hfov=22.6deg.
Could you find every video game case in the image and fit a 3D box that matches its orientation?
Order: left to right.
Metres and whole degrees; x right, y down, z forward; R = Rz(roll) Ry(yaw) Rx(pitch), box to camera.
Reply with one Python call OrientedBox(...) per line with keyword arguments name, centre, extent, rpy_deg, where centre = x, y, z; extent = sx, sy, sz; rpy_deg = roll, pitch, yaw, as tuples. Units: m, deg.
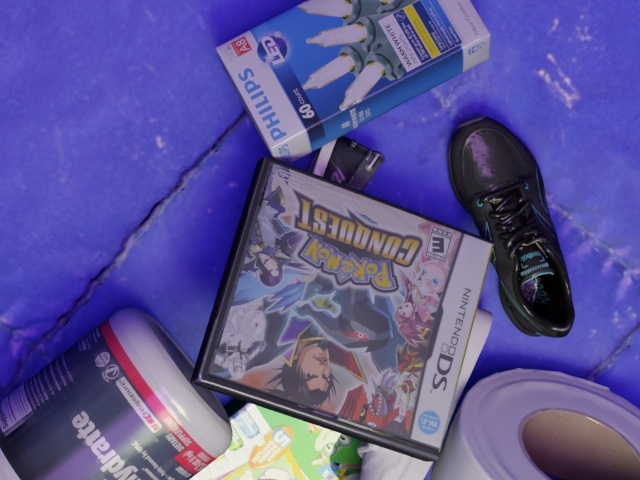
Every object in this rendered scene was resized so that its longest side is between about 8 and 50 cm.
OrientedBox(name="video game case", centre=(0.029, 0.073, 1.677), extent=(0.275, 0.035, 0.248), rpy_deg=(20, 75, -15))

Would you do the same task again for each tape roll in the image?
OrientedBox(name="tape roll", centre=(0.266, 0.264, 1.729), extent=(0.286, 0.286, 0.100), rpy_deg=(14, 122, -10))

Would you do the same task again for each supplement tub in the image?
OrientedBox(name="supplement tub", centre=(-0.248, 0.218, 1.698), extent=(0.272, 0.191, 0.191), rpy_deg=(-38, 103, -1))

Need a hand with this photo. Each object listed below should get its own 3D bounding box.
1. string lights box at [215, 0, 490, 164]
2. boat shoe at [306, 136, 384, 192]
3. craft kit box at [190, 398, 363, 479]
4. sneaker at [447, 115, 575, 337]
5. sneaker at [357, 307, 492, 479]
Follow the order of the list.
OrientedBox(name="string lights box", centre=(0.036, -0.199, 1.701), extent=(0.260, 0.077, 0.133), rpy_deg=(-28, 75, -3))
OrientedBox(name="boat shoe", centre=(0.000, 0.000, 1.751), extent=(0.079, 0.084, 0.233), rpy_deg=(20, 93, -11))
OrientedBox(name="craft kit box", centre=(-0.042, 0.293, 1.813), extent=(0.250, 0.061, 0.246), rpy_deg=(-41, 105, 1))
OrientedBox(name="sneaker", centre=(0.224, -0.013, 1.771), extent=(0.101, 0.106, 0.267), rpy_deg=(-25, 101, -2))
OrientedBox(name="sneaker", centre=(0.058, 0.168, 1.754), extent=(0.169, 0.108, 0.292), rpy_deg=(29, 67, -9))
